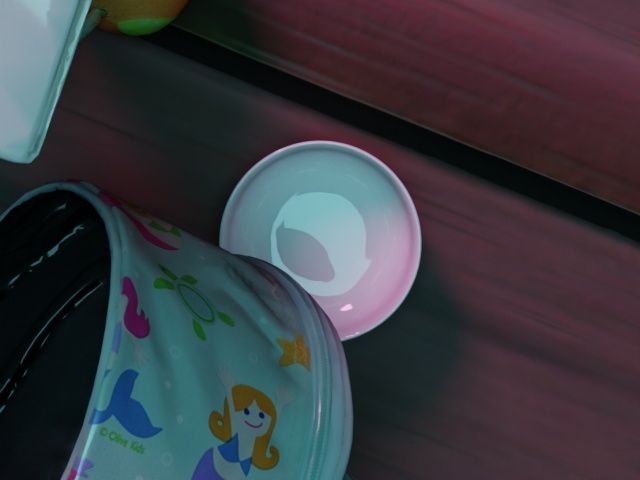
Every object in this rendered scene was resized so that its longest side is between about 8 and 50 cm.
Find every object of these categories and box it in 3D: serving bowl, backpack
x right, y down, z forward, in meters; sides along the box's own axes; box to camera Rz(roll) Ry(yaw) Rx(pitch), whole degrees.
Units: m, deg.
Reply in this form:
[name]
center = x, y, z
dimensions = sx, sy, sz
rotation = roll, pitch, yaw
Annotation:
[serving bowl]
center = 0.000, 0.000, 0.710
dimensions = 0.083, 0.027, 0.083
rotation = 0, 95, 0
[backpack]
center = -0.089, 0.112, 0.627
dimensions = 0.191, 0.225, 0.254
rotation = 20, 91, -24

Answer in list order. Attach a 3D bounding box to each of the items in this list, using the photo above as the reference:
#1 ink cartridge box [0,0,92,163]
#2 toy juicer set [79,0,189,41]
[ink cartridge box]
center = -0.144, -0.102, 0.536
dimensions = 0.148, 0.203, 0.086
rotation = 18, 102, -11
[toy juicer set]
center = -0.153, -0.211, 0.658
dimensions = 0.209, 0.089, 0.329
rotation = -19, 95, 2
